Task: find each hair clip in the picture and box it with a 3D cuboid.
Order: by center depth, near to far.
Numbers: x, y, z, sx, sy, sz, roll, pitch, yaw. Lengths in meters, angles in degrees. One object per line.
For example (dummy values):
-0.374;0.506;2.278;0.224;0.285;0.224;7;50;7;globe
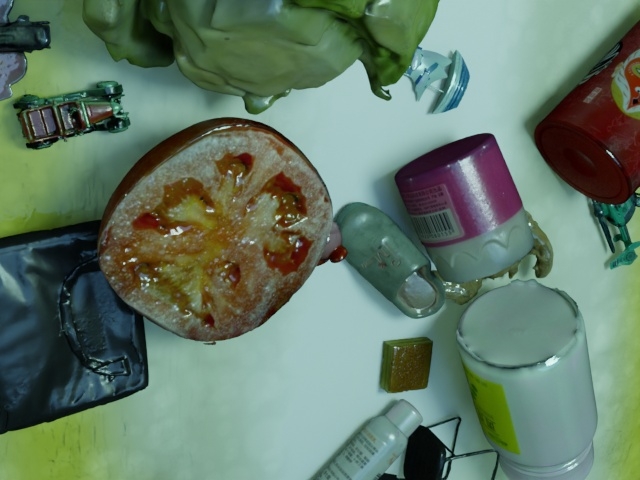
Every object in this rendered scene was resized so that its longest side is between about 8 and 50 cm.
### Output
-0.433;-0.246;0.889;0.187;0.056;0.146;-13;110;-11;hair clip

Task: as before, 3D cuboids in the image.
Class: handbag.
-0.374;0.117;0.990;0.244;0.088;0.275;-14;106;-22;handbag

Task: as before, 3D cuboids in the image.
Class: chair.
0.187;0.419;1.291;0.221;0.140;0.145;4;102;-21;chair

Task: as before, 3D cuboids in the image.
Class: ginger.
0.295;0.028;1.275;0.258;0.065;0.149;-16;99;-9;ginger

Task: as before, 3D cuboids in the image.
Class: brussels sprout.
-0.061;-0.378;0.864;0.425;0.342;0.361;9;73;-29;brussels sprout

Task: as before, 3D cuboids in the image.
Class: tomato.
-0.152;-0.029;0.996;0.338;0.143;0.339;-17;127;-25;tomato

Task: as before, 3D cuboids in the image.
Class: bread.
0.157;0.225;1.279;0.090;0.035;0.095;-2;105;-24;bread

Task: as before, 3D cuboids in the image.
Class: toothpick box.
0.563;-0.248;1.235;0.333;0.204;0.204;-45;117;-6;toothpick box

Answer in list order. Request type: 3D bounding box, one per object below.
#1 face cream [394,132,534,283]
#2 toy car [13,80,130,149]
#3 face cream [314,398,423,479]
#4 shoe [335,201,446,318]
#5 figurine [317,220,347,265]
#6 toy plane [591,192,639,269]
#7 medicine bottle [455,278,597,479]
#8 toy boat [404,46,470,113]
0.234;-0.053;1.142;0.175;0.175;0.195;-28;103;-14;face cream
-0.330;-0.168;0.947;0.143;0.054;0.073;-15;111;-18;toy car
0.077;0.397;1.265;0.269;0.082;0.082;-45;117;-6;face cream
0.125;0.042;1.169;0.103;0.100;0.251;-46;109;1;shoe
0.000;0.000;1.131;0.071;0.083;0.067;56;36;-16;figurine
0.583;-0.053;1.377;0.096;0.060;0.235;-29;111;-6;toy plane
0.381;0.272;1.266;0.213;0.213;0.379;-32;125;-13;medicine bottle
0.184;-0.282;1.162;0.149;0.034;0.105;42;88;-15;toy boat
